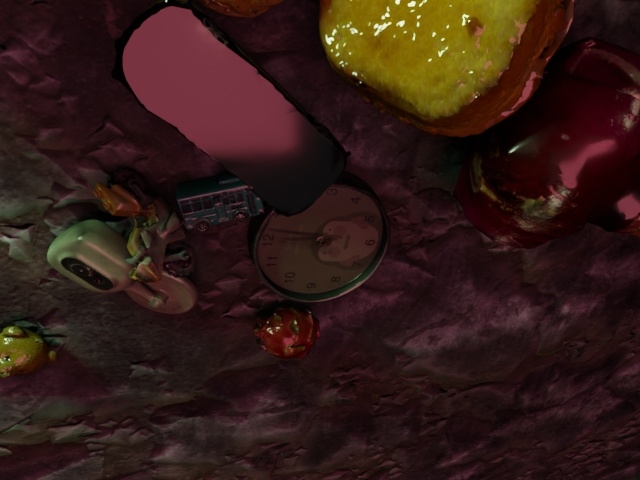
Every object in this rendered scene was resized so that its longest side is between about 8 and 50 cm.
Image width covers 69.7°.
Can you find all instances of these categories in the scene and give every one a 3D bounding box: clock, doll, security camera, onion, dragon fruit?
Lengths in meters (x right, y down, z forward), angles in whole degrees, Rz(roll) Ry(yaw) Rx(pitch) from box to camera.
[{"bbox_3d":[0.000,0.000,1.012,0.318,0.066,0.319,-8,124,-11],"label":"clock"},{"bbox_3d":[-0.670,0.258,0.956,0.209,0.097,0.137,-26,132,7],"label":"doll"},{"bbox_3d":[-0.381,0.079,0.915,0.157,0.080,0.301,-25,129,28],"label":"security camera"},{"bbox_3d":[0.492,-0.131,0.861,0.420,0.398,0.399,33,112,4],"label":"onion"},{"bbox_3d":[-0.078,0.222,1.091,0.165,0.133,0.136,14,124,-26],"label":"dragon fruit"}]

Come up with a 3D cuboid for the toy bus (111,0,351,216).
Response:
[{"bbox_3d":[-0.143,-0.218,0.762,0.171,0.162,0.386,-45,124,11],"label":"toy bus"}]

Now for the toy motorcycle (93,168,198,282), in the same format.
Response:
[{"bbox_3d":[-0.321,-0.018,0.826,0.094,0.129,0.229,-24,102,47],"label":"toy motorcycle"}]

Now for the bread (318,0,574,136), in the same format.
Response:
[{"bbox_3d":[0.174,-0.329,0.693,0.358,0.204,0.337,29,122,14],"label":"bread"}]

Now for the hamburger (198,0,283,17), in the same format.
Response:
[{"bbox_3d":[-0.115,-0.435,0.630,0.244,0.163,0.245,-9,126,-12],"label":"hamburger"}]

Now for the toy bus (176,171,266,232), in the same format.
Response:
[{"bbox_3d":[-0.191,-0.081,0.890,0.160,0.079,0.092,-12,123,-7],"label":"toy bus"}]
